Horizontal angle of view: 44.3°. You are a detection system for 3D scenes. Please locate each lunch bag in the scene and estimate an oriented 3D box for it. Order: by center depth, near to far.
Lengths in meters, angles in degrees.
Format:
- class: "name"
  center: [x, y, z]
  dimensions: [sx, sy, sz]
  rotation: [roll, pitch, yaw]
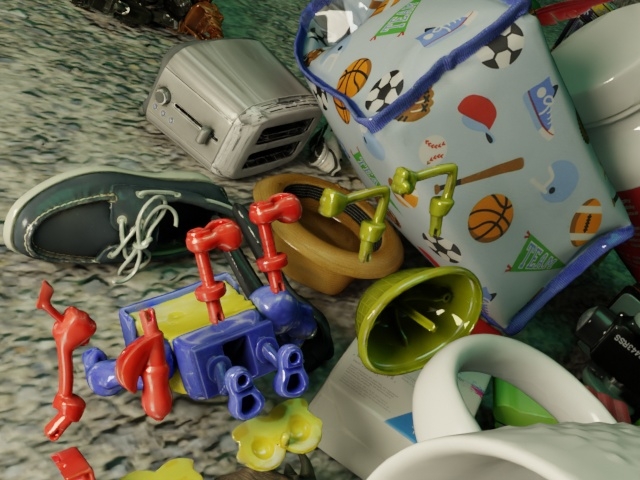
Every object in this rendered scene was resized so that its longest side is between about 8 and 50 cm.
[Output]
- class: "lunch bag"
  center: [0.138, -0.137, 0.924]
  dimensions: [0.328, 0.239, 0.385]
  rotation: [54, -3, -30]

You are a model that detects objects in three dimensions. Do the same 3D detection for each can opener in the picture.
- class: "can opener"
  center: [-0.051, 0.049, 0.781]
  dimensions: [0.186, 0.059, 0.073]
  rotation: [54, -8, 0]

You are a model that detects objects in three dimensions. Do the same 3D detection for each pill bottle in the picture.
- class: "pill bottle"
  center: [0.451, -0.087, 1.004]
  dimensions: [0.408, 0.229, 0.229]
  rotation: [48, 26, -24]

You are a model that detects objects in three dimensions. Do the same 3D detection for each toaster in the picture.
- class: "toaster"
  center: [-0.101, -0.170, 1.004]
  dimensions: [0.146, 0.129, 0.227]
  rotation: [45, 33, 15]

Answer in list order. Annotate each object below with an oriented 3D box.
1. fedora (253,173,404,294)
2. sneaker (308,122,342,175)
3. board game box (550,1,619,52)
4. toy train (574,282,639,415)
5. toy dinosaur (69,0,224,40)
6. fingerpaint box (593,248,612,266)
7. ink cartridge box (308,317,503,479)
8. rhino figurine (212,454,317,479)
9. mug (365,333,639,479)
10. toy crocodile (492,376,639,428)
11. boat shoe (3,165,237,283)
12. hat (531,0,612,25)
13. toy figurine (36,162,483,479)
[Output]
- class: "fedora"
  center: [0.000, 0.000, 0.895]
  dimensions: [0.194, 0.079, 0.194]
  rotation: [19, 29, -11]
- class: "sneaker"
  center: [0.010, -0.128, 1.121]
  dimensions: [0.044, 0.040, 0.109]
  rotation: [36, 33, -21]
- class: "board game box"
  center: [0.473, -0.335, 1.361]
  dimensions: [0.048, 0.141, 0.170]
  rotation: [18, 34, -18]
- class: "toy train"
  center: [0.464, 0.188, 0.964]
  dimensions: [0.334, 0.142, 0.190]
  rotation: [39, 24, 14]
- class: "toy dinosaur"
  center: [-0.228, -0.385, 1.185]
  dimensions: [0.322, 0.164, 0.218]
  rotation: [27, 9, 36]
- class: "fingerpaint box"
  center: [0.287, -0.198, 1.307]
  dimensions: [0.445, 0.163, 0.371]
  rotation: [24, 32, -9]
- class: "ink cartridge box"
  center: [0.088, 0.136, 0.780]
  dimensions: [0.134, 0.078, 0.231]
  rotation: [35, 33, 7]
- class: "rhino figurine"
  center: [-0.055, 0.224, 0.559]
  dimensions: [0.106, 0.073, 0.243]
  rotation: [36, 32, 3]
- class: "mug"
  center: [0.196, 0.226, 0.560]
  dimensions: [0.328, 0.276, 0.374]
  rotation: [7, 44, -39]
- class: "toy crocodile"
  center: [0.332, 0.227, 0.825]
  dimensions: [0.340, 0.105, 0.115]
  rotation: [29, 33, -1]
- class: "boat shoe"
  center: [-0.178, -0.014, 0.767]
  dimensions: [0.079, 0.095, 0.254]
  rotation: [36, 22, 29]
- class: "hat"
  center: [0.332, -0.392, 1.280]
  dimensions: [0.208, 0.183, 0.173]
  rotation: [15, 32, -26]
- class: "toy figurine"
  center: [-0.072, 0.048, 0.650]
  dimensions: [0.362, 0.191, 0.217]
  rotation: [-22, 19, -28]
